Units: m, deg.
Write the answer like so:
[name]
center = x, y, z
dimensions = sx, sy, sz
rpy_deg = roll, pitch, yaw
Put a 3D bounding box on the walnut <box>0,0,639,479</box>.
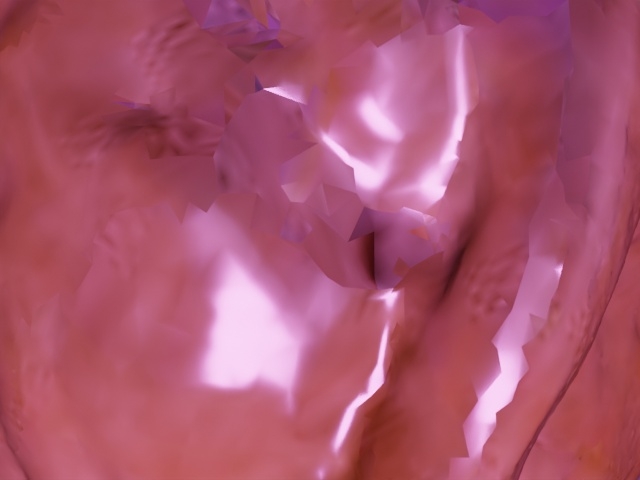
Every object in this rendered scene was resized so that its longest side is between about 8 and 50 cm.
[walnut]
center = 0.009, -0.010, 0.756
dimensions = 0.383, 0.383, 0.383
rpy_deg = -2, 103, -10
